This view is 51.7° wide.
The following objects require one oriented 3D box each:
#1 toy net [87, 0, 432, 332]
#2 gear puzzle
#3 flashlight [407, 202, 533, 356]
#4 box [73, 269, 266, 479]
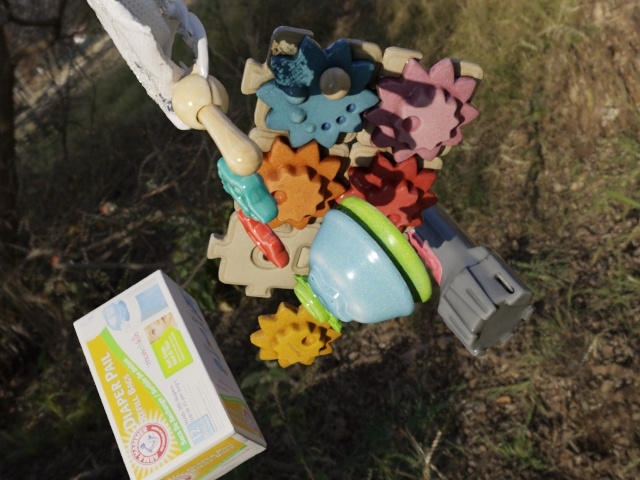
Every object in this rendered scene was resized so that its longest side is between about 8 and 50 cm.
[{"bbox_3d":[-0.038,-0.047,0.354,0.045,0.232,0.122,-39,6,-11],"label":"toy net"},{"bbox_3d":[0.000,0.000,0.544,0.175,0.339,0.044,6,39,-16],"label":"gear puzzle"},{"bbox_3d":[0.119,0.004,0.781,0.103,0.103,0.304,-31,49,-2],"label":"flashlight"},{"bbox_3d":[-0.160,0.154,0.701,0.114,0.103,0.203,-33,60,-2],"label":"box"}]
